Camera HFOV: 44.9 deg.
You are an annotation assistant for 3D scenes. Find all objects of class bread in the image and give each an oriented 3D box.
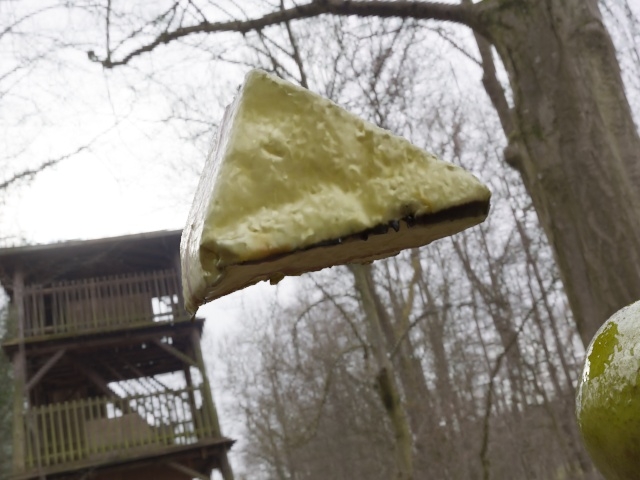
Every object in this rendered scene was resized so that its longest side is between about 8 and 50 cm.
[{"bbox_3d":[0.000,0.000,0.712,0.236,0.198,0.263,17,-12,-12],"label":"bread"}]

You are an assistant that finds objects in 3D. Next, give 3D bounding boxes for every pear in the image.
[{"bbox_3d":[0.209,0.084,0.436,0.141,0.104,0.141,-8,-48,-9],"label":"pear"}]
